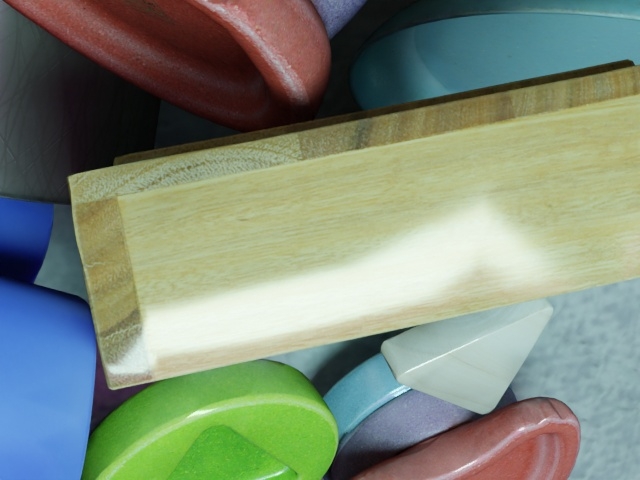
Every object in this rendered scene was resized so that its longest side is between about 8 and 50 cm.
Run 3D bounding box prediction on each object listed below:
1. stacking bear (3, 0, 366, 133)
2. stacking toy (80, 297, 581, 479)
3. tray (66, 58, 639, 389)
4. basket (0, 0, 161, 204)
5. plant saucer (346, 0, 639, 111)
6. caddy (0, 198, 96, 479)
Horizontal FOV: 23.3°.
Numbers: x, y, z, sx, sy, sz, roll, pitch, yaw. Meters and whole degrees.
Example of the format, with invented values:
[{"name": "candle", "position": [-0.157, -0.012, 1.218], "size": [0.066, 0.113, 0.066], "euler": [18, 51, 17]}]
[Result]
[{"name": "stacking bear", "position": [-0.005, -0.199, 0.569], "size": [0.289, 0.175, 0.164], "euler": [-61, 155, -9]}, {"name": "stacking toy", "position": [-0.018, 0.100, 0.863], "size": [0.309, 0.130, 0.279], "euler": [-18, 143, -13]}, {"name": "tray", "position": [0.000, 0.000, 0.678], "size": [0.203, 0.411, 0.076], "euler": [-12, 90, -8]}, {"name": "basket", "position": [-0.137, -0.154, 0.691], "size": [0.204, 0.154, 0.227], "euler": [15, 112, -19]}, {"name": "plant saucer", "position": [0.172, -0.062, 0.768], "size": [0.317, 0.317, 0.044], "euler": [20, 77, -24]}, {"name": "caddy", "position": [-0.240, 0.103, 0.759], "size": [0.179, 0.241, 0.341], "euler": [8, 119, -26]}]
